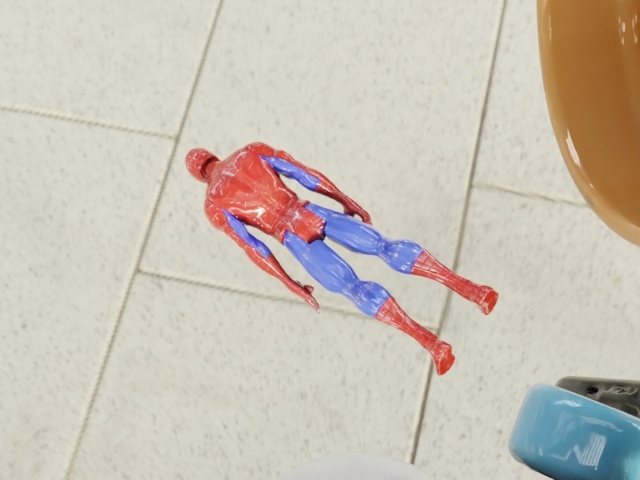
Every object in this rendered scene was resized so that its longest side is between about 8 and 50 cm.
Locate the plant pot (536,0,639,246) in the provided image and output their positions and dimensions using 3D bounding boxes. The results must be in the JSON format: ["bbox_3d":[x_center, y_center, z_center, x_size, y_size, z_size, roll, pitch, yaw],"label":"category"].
[{"bbox_3d":[0.256,-0.140,0.557,0.204,0.291,0.290,-1,65,-14],"label":"plant pot"}]

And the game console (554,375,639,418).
[{"bbox_3d":[0.210,0.101,0.544,0.044,0.361,0.213,-29,93,-16],"label":"game console"}]

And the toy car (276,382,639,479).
[{"bbox_3d":[0.050,0.159,0.469,0.238,0.210,0.219,23,88,-25],"label":"toy car"}]

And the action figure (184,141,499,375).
[{"bbox_3d":[0.000,0.000,0.364,0.115,0.030,0.038,34,83,21],"label":"action figure"}]
